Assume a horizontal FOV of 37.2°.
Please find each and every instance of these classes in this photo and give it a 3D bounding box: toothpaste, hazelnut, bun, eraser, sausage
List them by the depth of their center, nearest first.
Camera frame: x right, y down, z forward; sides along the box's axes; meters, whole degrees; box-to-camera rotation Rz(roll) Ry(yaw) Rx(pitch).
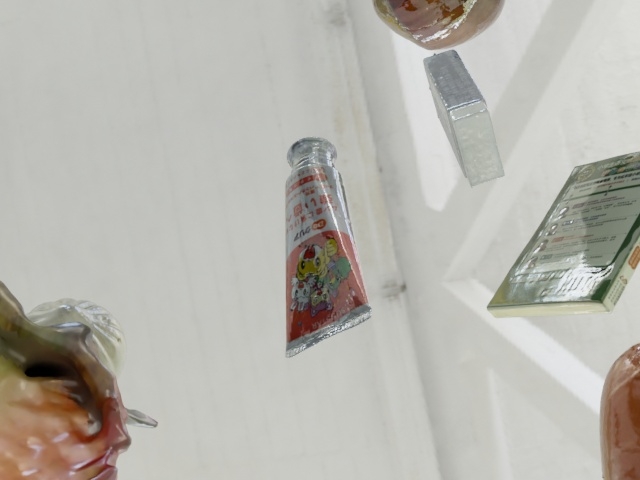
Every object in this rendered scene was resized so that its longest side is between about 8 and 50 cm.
[{"bbox_3d":[0.000,0.000,0.874,0.089,0.057,0.234,-29,-137,23],"label":"toothpaste"},{"bbox_3d":[0.337,0.227,0.923,0.133,0.133,0.259,-18,-112,42],"label":"sausage"},{"bbox_3d":[-0.289,0.111,1.090,0.138,0.138,0.094,38,-47,32],"label":"bun"},{"bbox_3d":[0.168,-0.148,1.124,0.046,0.212,0.092,-17,-61,6],"label":"eraser"},{"bbox_3d":[0.174,-0.395,1.459,0.210,0.186,0.210,52,-21,29],"label":"hazelnut"}]

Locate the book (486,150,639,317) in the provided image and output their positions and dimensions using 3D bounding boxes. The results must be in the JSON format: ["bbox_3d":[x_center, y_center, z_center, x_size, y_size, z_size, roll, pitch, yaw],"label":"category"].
[{"bbox_3d":[0.341,-0.011,1.196,0.027,0.264,0.202,45,-25,-18],"label":"book"}]

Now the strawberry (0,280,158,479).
[{"bbox_3d":[-0.163,0.069,0.289,0.167,0.208,0.087,40,-56,12],"label":"strawberry"}]
